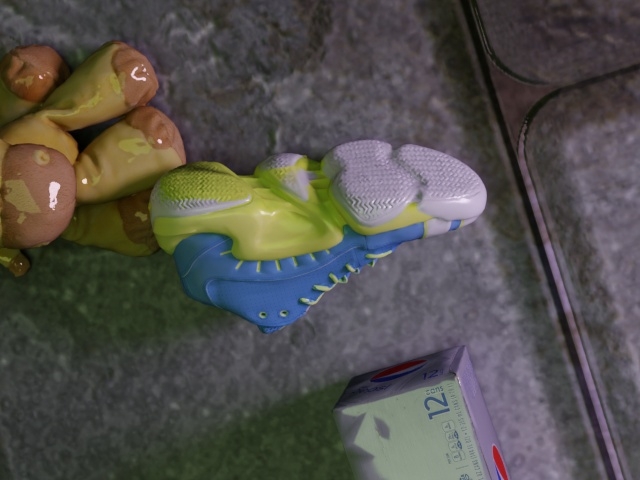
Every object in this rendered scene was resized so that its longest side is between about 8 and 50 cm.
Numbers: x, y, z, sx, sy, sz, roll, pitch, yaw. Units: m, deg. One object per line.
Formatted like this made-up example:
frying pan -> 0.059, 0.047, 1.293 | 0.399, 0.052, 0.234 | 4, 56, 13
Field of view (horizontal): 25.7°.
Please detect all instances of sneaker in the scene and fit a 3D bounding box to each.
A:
sneaker -> 0.000, 0.000, 1.021 | 0.240, 0.091, 0.126 | 0, 125, 7

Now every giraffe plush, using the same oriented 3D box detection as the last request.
giraffe plush -> -0.218, -0.047, 1.002 | 0.210, 0.170, 0.181 | -18, 96, 15

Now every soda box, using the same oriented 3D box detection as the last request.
soda box -> 0.103, 0.229, 1.023 | 0.098, 0.091, 0.286 | -18, 96, 13
